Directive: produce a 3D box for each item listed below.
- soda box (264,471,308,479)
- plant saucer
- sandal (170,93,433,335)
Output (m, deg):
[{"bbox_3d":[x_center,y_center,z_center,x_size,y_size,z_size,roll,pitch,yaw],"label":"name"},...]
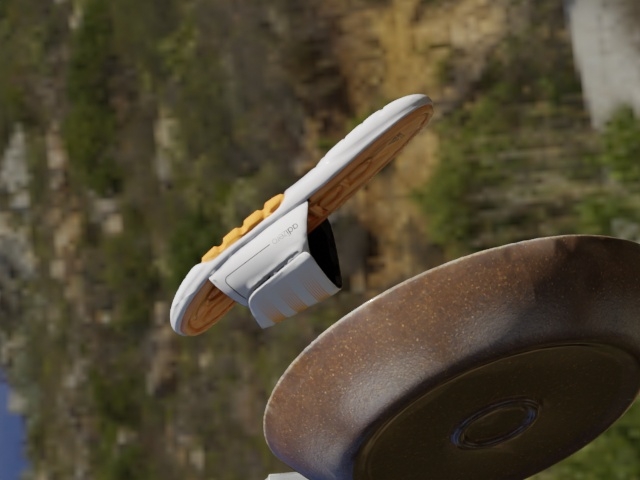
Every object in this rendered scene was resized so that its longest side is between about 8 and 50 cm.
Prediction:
[{"bbox_3d":[0.006,0.323,1.459,0.098,0.091,0.286,130,135,-57],"label":"soda box"},{"bbox_3d":[0.074,0.069,0.869,0.198,0.199,0.036,49,-163,-57],"label":"plant saucer"},{"bbox_3d":[-0.003,-0.001,1.456,0.076,0.265,0.102,51,-169,14],"label":"sandal"}]
